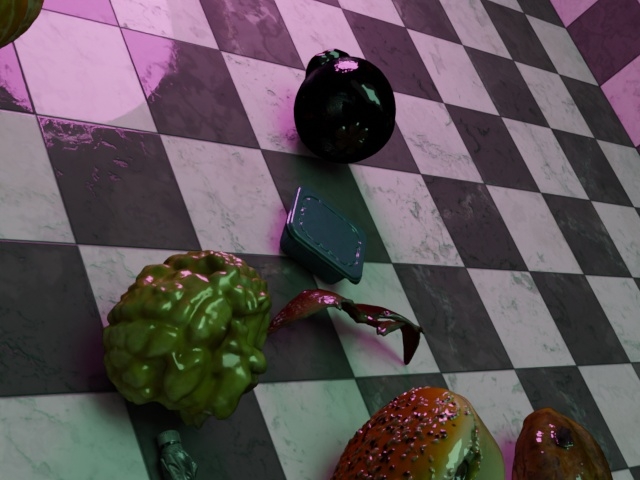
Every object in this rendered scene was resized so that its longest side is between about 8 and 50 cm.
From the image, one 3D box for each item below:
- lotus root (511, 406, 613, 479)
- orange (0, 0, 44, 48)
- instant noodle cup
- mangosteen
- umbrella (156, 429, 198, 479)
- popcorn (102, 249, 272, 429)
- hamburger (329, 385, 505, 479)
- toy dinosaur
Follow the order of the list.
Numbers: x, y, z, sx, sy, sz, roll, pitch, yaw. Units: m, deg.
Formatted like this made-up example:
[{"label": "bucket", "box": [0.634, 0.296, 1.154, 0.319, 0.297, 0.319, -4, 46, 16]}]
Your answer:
[{"label": "lotus root", "box": [0.432, 0.436, 2.021, 0.193, 0.193, 0.291, 30, 38, -26]}, {"label": "orange", "box": [-0.575, -0.423, 1.654, 0.329, 0.249, 0.329, 38, 31, -28]}, {"label": "instant noodle cup", "box": [0.000, 0.000, 2.046, 0.179, 0.070, 0.157, 36, 35, -18]}, {"label": "mangosteen", "box": [0.047, -0.272, 2.235, 0.243, 0.243, 0.243, 29, 39, -27]}, {"label": "umbrella", "box": [-0.191, 0.353, 1.525, 0.050, 0.046, 0.188, 18, 40, -43]}, {"label": "popcorn", "box": [-0.186, 0.137, 1.584, 0.270, 0.224, 0.258, 31, 62, -51]}, {"label": "hamburger", "box": [0.139, 0.359, 1.669, 0.176, 0.300, 0.300, 42, 34, -23]}, {"label": "toy dinosaur", "box": [0.061, 0.159, 1.935, 0.206, 0.113, 0.327, 21, 3, 23]}]
